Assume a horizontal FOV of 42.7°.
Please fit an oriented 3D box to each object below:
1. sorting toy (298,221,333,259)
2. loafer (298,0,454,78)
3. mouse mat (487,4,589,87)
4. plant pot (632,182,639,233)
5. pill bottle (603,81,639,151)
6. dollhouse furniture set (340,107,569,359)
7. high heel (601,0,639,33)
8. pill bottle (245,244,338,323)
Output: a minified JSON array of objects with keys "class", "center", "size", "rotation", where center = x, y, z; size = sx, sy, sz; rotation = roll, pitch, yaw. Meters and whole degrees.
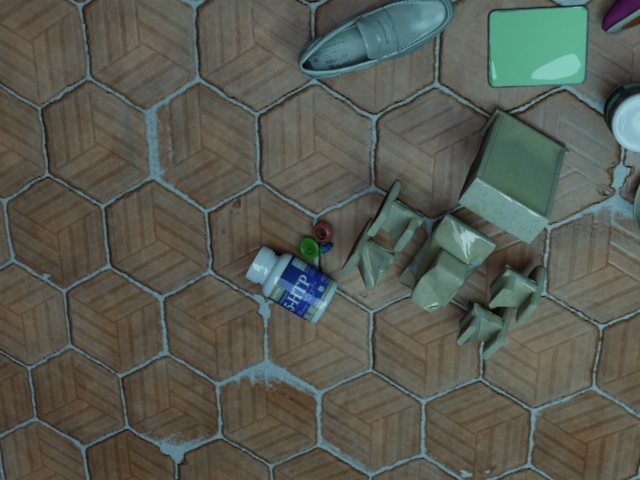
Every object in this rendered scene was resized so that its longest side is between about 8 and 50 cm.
[{"class":"sorting toy","center":[0.000,0.000,1.803],"size":[0.061,0.042,0.102],"rotation":[46,125,9]},{"class":"loafer","center":[0.106,-0.392,1.592],"size":[0.319,0.111,0.112],"rotation":[-22,105,18]},{"class":"mouse mat","center":[0.422,-0.376,1.595],"size":[0.190,0.007,0.152],"rotation":[0,110,10]},{"class":"plant pot","center":[0.785,-0.045,1.542],"size":[0.274,0.256,0.256],"rotation":[29,114,-19]},{"class":"pill bottle","center":[0.584,-0.236,1.521],"size":[0.108,0.180,0.108],"rotation":[4,111,10]},{"class":"dollhouse furniture set","center":[0.306,-0.029,1.673],"size":[0.362,0.256,0.394],"rotation":[31,134,-1]},{"class":"high heel","center":[0.634,-0.542,1.458],"size":[0.377,0.127,0.181],"rotation":[-37,77,22]},{"class":"pill bottle","center":[-0.066,0.093,1.807],"size":[0.187,0.112,0.112],"rotation":[30,113,-1]}]
